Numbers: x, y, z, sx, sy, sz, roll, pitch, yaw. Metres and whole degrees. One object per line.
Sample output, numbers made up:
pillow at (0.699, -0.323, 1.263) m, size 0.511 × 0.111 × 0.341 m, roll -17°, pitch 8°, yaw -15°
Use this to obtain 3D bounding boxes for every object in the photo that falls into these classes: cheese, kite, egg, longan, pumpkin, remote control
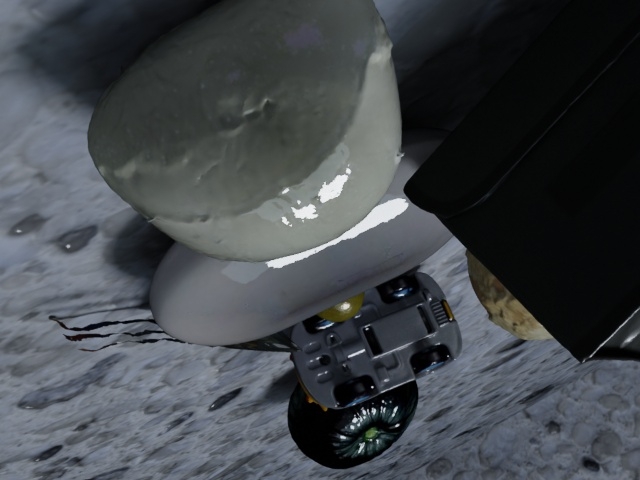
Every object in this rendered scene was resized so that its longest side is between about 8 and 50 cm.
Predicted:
cheese at (-0.035, -0.067, 0.743) m, size 0.198 × 0.154 × 0.189 m, roll -27°, pitch 166°, yaw 2°
kite at (-0.141, 0.090, 1.097) m, size 0.245 × 0.141 × 0.015 m, roll 2°, pitch 103°, yaw -39°
egg at (0.275, 0.010, 1.257) m, size 0.233 × 0.195 × 0.195 m, roll -42°, pitch 162°, yaw -10°
longan at (0.008, 0.054, 1.231) m, size 0.083 × 0.075 × 0.075 m, roll 13°, pitch 167°, yaw 16°
pumpkin at (0.045, 0.240, 1.627) m, size 0.202 × 0.140 × 0.202 m, roll -19°, pitch 137°, yaw -19°
remote control at (0.000, 0.000, 1.020) m, size 0.332 × 0.103 × 0.221 m, roll -23°, pitch 158°, yaw -8°

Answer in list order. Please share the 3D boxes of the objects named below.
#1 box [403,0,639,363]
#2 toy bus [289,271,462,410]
box at (0.291, -0.084, 0.905) m, size 0.345 × 0.204 × 0.251 m, roll -49°, pitch 154°, yaw 15°
toy bus at (0.060, 0.135, 1.412) m, size 0.210 × 0.126 × 0.136 m, roll -21°, pitch 168°, yaw -14°
